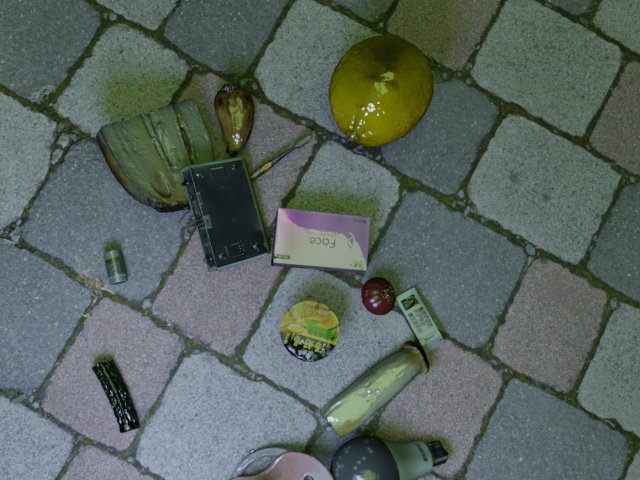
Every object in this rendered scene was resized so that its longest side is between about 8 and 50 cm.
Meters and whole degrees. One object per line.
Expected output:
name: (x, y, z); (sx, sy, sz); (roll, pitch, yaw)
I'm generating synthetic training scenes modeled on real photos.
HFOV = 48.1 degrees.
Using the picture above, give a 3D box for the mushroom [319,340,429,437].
mushroom: (0.145, 0.378, 1.835); (0.312, 0.081, 0.100); (-36, 81, -8)

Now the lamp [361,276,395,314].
lamp: (0.152, 0.145, 1.865); (0.101, 0.090, 0.101); (15, 65, -36)

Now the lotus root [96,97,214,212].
lotus root: (-0.398, -0.193, 1.830); (0.267, 0.149, 0.260); (-27, 92, -32)

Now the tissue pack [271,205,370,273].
tissue pack: (0.000, 0.000, 1.867); (0.246, 0.092, 0.149); (5, 80, -5)

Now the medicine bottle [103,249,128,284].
medicine bottle: (-0.521, 0.068, 1.822); (0.047, 0.047, 0.083); (-14, 84, -8)

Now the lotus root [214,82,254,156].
lotus root: (-0.226, -0.315, 1.894); (0.108, 0.094, 0.191); (-3, 93, 32)

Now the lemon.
lemon: (0.152, -0.384, 1.854); (0.268, 0.268, 0.322); (44, 62, 1)

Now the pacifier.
pacifier: (-0.118, 0.639, 1.691); (0.332, 0.273, 0.220); (-27, 97, 5)

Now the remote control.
remote control: (0.260, 0.213, 1.898); (0.065, 0.029, 0.166); (-28, 81, -8)

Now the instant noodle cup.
instant noodle cup: (-0.032, 0.229, 1.816); (0.151, 0.122, 0.152); (1, 82, -9)

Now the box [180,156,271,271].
box: (-0.238, -0.070, 1.809); (0.210, 0.045, 0.270); (-14, 90, -45)

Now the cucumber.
cucumber: (-0.502, 0.386, 1.773); (0.058, 0.058, 0.187); (-25, 86, -9)

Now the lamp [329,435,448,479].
lamp: (0.165, 0.547, 1.785); (0.313, 0.182, 0.182); (-26, 85, -30)

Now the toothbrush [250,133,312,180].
toothbrush: (-0.152, -0.190, 1.909); (0.321, 0.031, 0.023); (-36, 86, -10)
